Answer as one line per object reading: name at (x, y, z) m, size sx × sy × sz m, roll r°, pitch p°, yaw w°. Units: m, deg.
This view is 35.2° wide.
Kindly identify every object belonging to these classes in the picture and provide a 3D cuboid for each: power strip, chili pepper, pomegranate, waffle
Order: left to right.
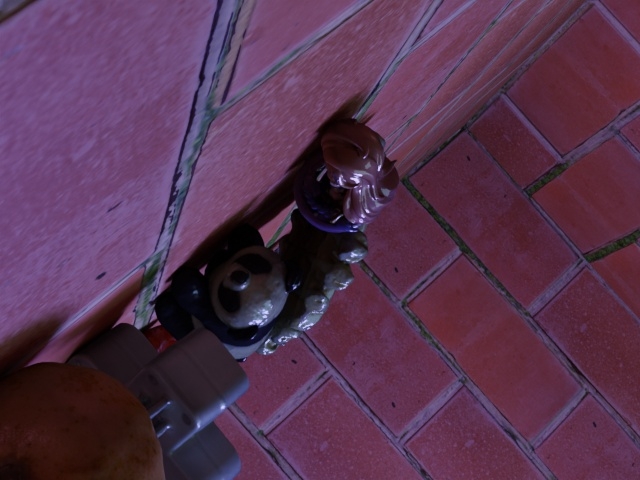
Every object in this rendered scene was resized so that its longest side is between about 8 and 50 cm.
pomegranate at (-0.244, 0.212, 0.919) m, size 0.207 × 0.207 × 0.207 m, roll -41°, pitch 177°, yaw -2°
power strip at (-0.204, 0.214, 1.160) m, size 0.141 × 0.229 × 0.261 m, roll -37°, pitch 176°, yaw -43°
chili pepper at (-0.251, 0.166, 1.483) m, size 0.123 × 0.073 × 0.070 m, roll -40°, pitch 136°, yaw -71°
waffle at (0.000, 0.000, 1.384) m, size 0.309 × 0.056 × 0.291 m, roll -51°, pitch -162°, yaw 42°

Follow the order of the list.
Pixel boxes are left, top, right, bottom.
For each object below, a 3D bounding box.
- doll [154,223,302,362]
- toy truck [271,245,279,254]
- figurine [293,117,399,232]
doll at (-0.111, 0.072, 1.281) m, size 0.143 × 0.135 × 0.234 m, roll -41°, pitch 174°, yaw -31°
toy truck at (-0.116, 0.091, 1.888) m, size 0.114 × 0.098 × 0.227 m, roll -39°, pitch 177°, yaw 42°
figurine at (0.041, -0.082, 1.166) m, size 0.157 × 0.114 × 0.126 m, roll 125°, pitch -21°, yaw -58°
